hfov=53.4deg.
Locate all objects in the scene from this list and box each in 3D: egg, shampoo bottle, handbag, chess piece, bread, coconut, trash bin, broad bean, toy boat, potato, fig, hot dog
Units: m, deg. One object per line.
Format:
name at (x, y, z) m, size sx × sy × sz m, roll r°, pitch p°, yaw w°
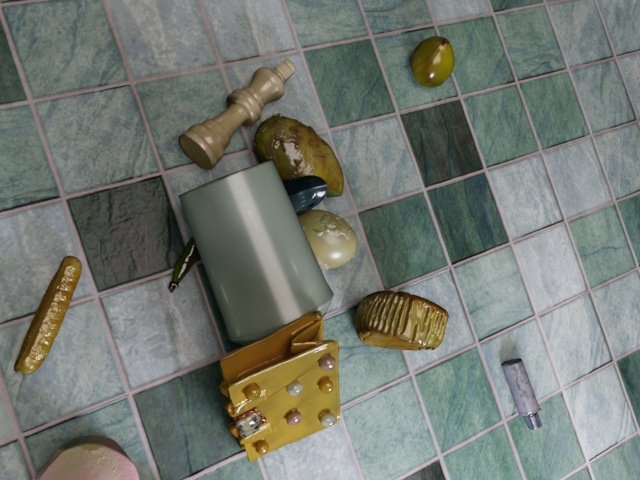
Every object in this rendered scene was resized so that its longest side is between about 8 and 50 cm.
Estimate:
egg at (0.001, -0.003, 1.706) m, size 0.201 × 0.164 × 0.164 m, roll 17°, pitch 72°, yaw 13°
shampoo bottle at (0.621, 0.470, 1.948) m, size 0.072 × 0.072 × 0.214 m, roll -20°, pitch 90°, yaw -24°
handbag at (-0.089, 0.366, 1.504) m, size 0.283 × 0.401 × 0.133 m, roll -21°, pitch 51°, yaw -18°
chess piece at (-0.206, -0.361, 1.713) m, size 0.117 × 0.117 × 0.397 m, roll 45°, pitch 66°, yaw -11°
bread at (0.214, 0.219, 1.716) m, size 0.227 × 0.253 × 0.142 m, roll 20°, pitch 72°, yaw -10°
coconut at (-0.502, 0.543, 1.362) m, size 0.233 × 0.245 × 0.233 m, roll 3°, pitch 83°, yaw -20°
trash bin at (-0.151, 0.046, 1.554) m, size 0.280 × 0.280 × 0.432 m, roll -25°, pitch 98°, yaw -24°
broad bean at (-0.305, 0.005, 1.644) m, size 0.060 × 0.043 × 0.297 m, roll 47°, pitch 68°, yaw -21°
toy boat at (-0.070, -0.112, 1.669) m, size 0.103 × 0.246 × 0.093 m, roll -11°, pitch 85°, yaw -47°
potato at (-0.052, -0.218, 1.734) m, size 0.298 × 0.141 × 0.176 m, roll 37°, pitch 76°, yaw -13°
fig at (0.347, -0.553, 1.974) m, size 0.136 × 0.120 × 0.153 m, roll -11°, pitch 109°, yaw -29°
hot dog at (-0.620, 0.170, 1.463) m, size 0.061 × 0.088 × 0.286 m, roll 25°, pitch 76°, yaw -23°
